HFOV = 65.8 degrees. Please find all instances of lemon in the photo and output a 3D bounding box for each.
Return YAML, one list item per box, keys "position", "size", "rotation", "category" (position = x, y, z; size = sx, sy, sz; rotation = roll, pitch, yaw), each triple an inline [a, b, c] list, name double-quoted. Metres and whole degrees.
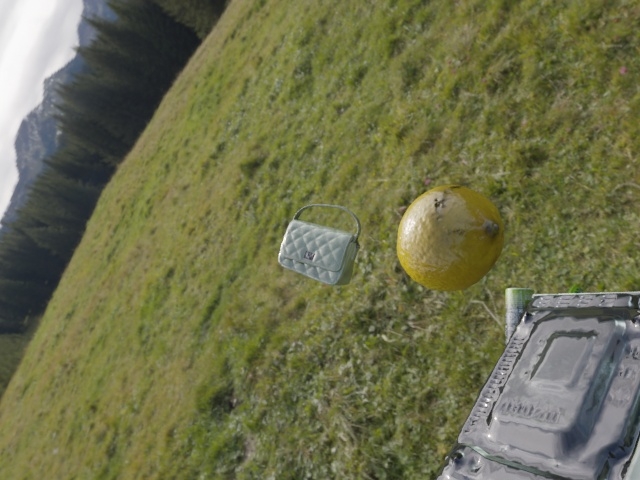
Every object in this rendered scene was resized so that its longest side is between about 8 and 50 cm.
- position: [0.286, 0.000, 1.123]
  size: [0.253, 0.228, 0.228]
  rotation: [-53, 30, 34]
  category: "lemon"

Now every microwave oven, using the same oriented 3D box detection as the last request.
- position: [0.286, 0.206, 0.516]
  size: [0.295, 0.181, 0.237]
  rotation: [-49, 20, -27]
  category: "microwave oven"

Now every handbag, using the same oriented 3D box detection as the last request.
- position: [0.000, 0.000, 1.419]
  size: [0.256, 0.079, 0.219]
  rotation: [16, 93, 35]
  category: "handbag"

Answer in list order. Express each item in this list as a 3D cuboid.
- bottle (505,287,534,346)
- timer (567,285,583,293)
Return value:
- position: [0.664, 0.326, 1.646]
  size: [0.093, 0.093, 0.330]
  rotation: [-11, 73, 58]
  category: "bottle"
- position: [0.776, 0.213, 1.523]
  size: [0.047, 0.140, 0.128]
  rotation: [13, 110, 31]
  category: "timer"
